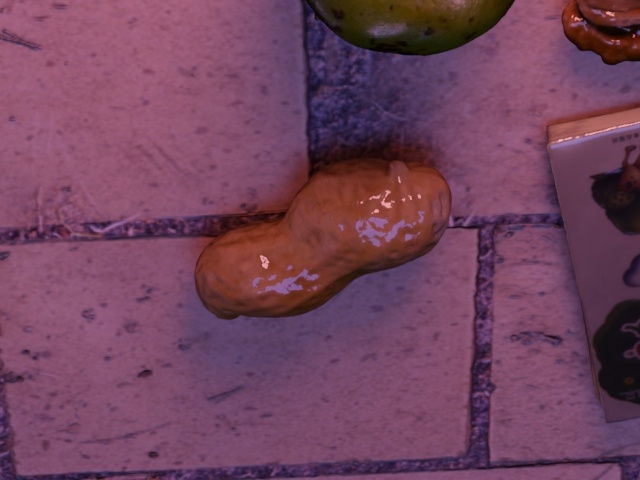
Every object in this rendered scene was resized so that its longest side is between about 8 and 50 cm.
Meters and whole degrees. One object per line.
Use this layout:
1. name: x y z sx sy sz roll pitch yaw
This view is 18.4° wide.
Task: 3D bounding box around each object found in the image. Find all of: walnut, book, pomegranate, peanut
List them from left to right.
1. peanut: 0.000 0.000 1.828 0.263 0.101 0.117 -29 100 22
2. pomegranate: 0.055 -0.246 1.585 0.211 0.211 0.263 31 162 -26
3. walnut: 0.293 -0.212 1.691 0.170 0.069 0.143 7 130 -8
4. book: 0.369 0.014 1.900 0.260 0.043 0.371 -13 129 6
